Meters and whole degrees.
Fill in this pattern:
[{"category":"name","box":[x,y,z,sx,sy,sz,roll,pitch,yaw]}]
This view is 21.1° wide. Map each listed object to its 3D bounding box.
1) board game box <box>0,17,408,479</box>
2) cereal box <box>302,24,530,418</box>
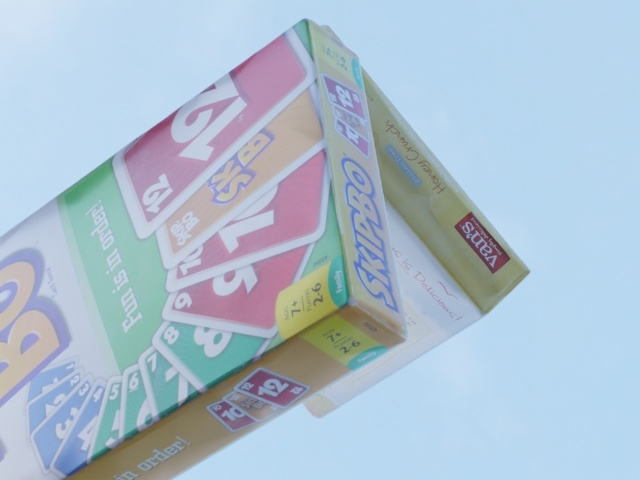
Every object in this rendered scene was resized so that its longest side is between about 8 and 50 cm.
[{"category":"board game box","box":[-0.087,0.041,0.583,0.259,0.124,0.039,-35,-48,27]},{"category":"cereal box","box":[0.000,0.000,0.980,0.173,0.047,0.240,50,-30,0]}]
